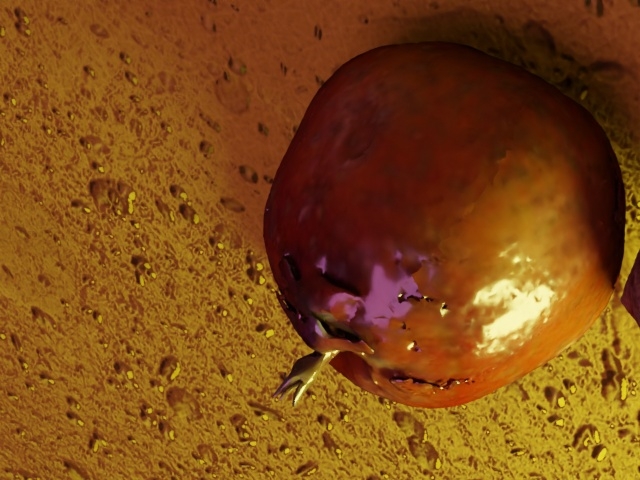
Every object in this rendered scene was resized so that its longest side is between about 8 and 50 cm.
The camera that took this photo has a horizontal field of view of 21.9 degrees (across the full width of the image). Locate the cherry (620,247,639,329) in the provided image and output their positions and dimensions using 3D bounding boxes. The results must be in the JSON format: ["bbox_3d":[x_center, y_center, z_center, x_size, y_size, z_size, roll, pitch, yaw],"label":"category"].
[{"bbox_3d":[0.319,0.036,1.150,0.249,0.175,0.192,-3,135,39],"label":"cherry"}]

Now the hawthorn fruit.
[{"bbox_3d":[0.071,0.013,1.241,0.276,0.307,0.276,29,151,18],"label":"hawthorn fruit"}]
